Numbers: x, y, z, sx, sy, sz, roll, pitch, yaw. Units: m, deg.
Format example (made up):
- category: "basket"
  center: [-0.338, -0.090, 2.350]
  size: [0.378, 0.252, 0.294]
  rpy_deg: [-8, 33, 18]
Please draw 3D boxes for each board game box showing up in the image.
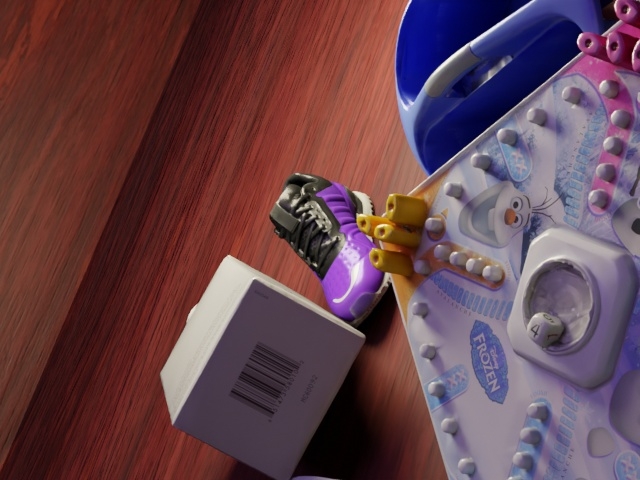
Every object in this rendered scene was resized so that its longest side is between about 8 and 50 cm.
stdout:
- category: "board game box"
  center: [0.200, 0.054, 1.052]
  size: [0.390, 0.050, 0.390]
  rpy_deg: [-40, 54, 41]

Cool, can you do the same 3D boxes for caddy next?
- category: "caddy"
  center: [0.193, -0.178, 1.243]
  size: [0.341, 0.179, 0.241]
  rpy_deg: [-39, 66, 59]

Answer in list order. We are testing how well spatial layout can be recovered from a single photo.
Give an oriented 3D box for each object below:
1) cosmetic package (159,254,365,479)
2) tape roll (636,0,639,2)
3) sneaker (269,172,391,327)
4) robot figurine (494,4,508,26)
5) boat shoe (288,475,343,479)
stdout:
- category: "cosmetic package"
  center: [-0.085, 0.143, 1.536]
  size: [0.197, 0.155, 0.365]
  rpy_deg: [-61, 8, -1]
- category: "tape roll"
  center: [0.387, -0.281, 1.221]
  size: [0.189, 0.080, 0.189]
  rpy_deg: [-46, 26, 31]
- category: "sneaker"
  center: [-0.001, 0.000, 1.628]
  size: [0.102, 0.146, 0.293]
  rpy_deg: [-53, 23, 19]
- category: "robot figurine"
  center: [0.229, -0.260, 1.477]
  size: [0.158, 0.128, 0.219]
  rpy_deg: [-30, 16, -16]
- category: "boat shoe"
  center: [0.022, 0.301, 1.323]
  size: [0.228, 0.080, 0.076]
  rpy_deg: [-10, 52, 53]
